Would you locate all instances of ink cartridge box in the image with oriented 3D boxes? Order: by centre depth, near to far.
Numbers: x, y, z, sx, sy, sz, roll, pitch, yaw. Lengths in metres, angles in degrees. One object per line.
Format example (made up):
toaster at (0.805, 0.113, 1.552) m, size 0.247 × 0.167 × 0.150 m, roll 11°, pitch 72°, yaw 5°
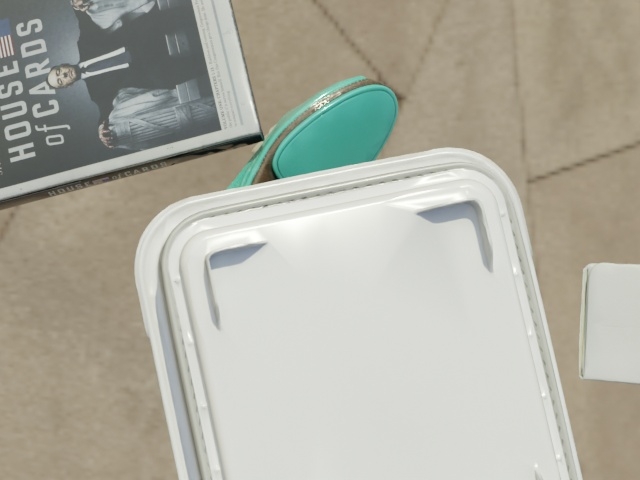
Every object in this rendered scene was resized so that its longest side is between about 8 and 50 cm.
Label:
ink cartridge box at (0.303, 0.064, 1.182) m, size 0.212 × 0.154 × 0.093 m, roll 7°, pitch 86°, yaw -60°

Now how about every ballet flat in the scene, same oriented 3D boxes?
ballet flat at (-0.041, -0.039, 1.239) m, size 0.247 × 0.087 × 0.083 m, roll -52°, pitch 124°, yaw -12°

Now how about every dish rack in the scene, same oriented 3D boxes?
dish rack at (0.038, 0.109, 1.083) m, size 0.285 × 0.072 × 0.333 m, roll -11°, pitch 85°, yaw -10°

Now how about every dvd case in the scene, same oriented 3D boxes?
dvd case at (-0.178, -0.132, 1.238) m, size 0.029 × 0.238 × 0.179 m, roll 70°, pitch 6°, yaw -74°
